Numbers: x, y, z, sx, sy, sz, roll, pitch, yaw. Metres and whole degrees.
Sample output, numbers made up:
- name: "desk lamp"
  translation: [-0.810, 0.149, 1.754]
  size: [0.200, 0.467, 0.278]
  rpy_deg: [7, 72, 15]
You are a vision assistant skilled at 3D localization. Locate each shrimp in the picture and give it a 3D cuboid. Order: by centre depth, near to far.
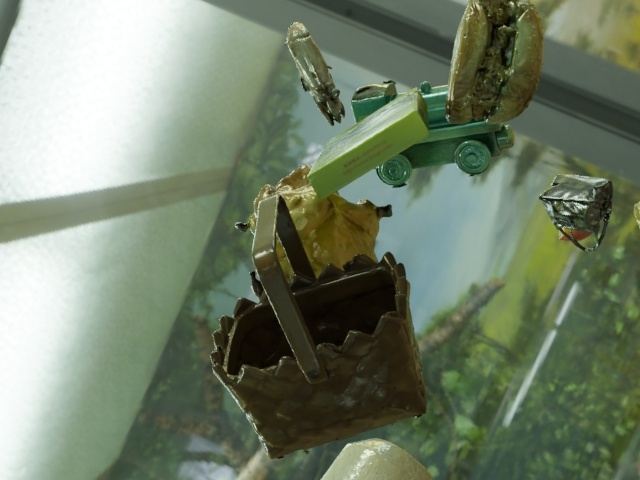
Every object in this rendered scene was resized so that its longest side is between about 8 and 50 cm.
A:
- name: "shrimp"
  translation: [0.000, -0.410, 2.318]
  size: [0.085, 0.360, 0.247]
  rpy_deg: [-28, -38, 9]

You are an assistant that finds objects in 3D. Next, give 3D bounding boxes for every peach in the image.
- name: "peach"
  translation: [0.665, -0.061, 2.364]
  size: [0.151, 0.118, 0.151]
  rpy_deg: [-50, 0, 0]

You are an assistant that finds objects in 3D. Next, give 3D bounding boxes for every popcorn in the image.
- name: "popcorn"
  translation: [0.000, 0.000, 1.621]
  size: [0.280, 0.316, 0.297]
  rpy_deg: [-24, -29, 5]

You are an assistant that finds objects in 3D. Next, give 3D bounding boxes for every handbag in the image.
- name: "handbag"
  translation: [0.448, -0.036, 1.572]
  size: [0.072, 0.115, 0.139]
  rpy_deg: [-41, -56, -34]

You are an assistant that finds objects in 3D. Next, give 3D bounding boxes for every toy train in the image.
- name: "toy train"
  translation: [0.212, -0.218, 1.737]
  size: [0.120, 0.298, 0.194]
  rpy_deg: [-54, -48, -58]

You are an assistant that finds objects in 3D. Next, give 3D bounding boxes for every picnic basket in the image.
- name: "picnic basket"
  translation: [-0.012, 0.109, 1.289]
  size: [0.254, 0.291, 0.321]
  rpy_deg: [-87, -24, -68]

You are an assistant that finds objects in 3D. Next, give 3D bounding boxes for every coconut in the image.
- name: "coconut"
  translation: [0.102, 0.550, 1.864]
  size: [0.266, 0.237, 0.237]
  rpy_deg: [-54, -11, -22]

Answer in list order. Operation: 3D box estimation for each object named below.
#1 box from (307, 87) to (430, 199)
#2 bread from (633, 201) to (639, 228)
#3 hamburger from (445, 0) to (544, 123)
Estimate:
- name: "box"
  translation: [0.083, -0.161, 1.437]
  size: [0.187, 0.047, 0.335]
  rpy_deg: [-31, 9, 13]
- name: "bread"
  translation: [0.776, 0.039, 1.663]
  size: [0.143, 0.323, 0.333]
  rpy_deg: [131, 124, -63]
- name: "hamburger"
  translation: [0.247, -0.255, 1.300]
  size: [0.215, 0.122, 0.190]
  rpy_deg: [66, -148, -84]
